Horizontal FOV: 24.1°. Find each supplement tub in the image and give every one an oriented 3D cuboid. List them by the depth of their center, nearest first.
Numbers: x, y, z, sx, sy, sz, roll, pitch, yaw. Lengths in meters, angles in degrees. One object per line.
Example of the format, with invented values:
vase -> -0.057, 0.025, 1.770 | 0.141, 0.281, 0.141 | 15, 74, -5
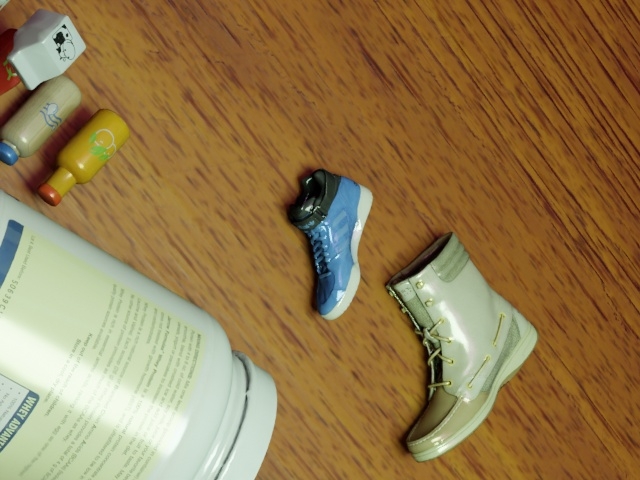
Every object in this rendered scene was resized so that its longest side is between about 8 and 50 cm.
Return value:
supplement tub -> -0.224, 0.122, 1.289 | 0.325, 0.235, 0.235 | 33, 70, -22

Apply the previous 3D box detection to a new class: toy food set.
toy food set -> -0.278, -0.146, 1.352 | 0.104, 0.111, 0.232 | -52, 140, -23

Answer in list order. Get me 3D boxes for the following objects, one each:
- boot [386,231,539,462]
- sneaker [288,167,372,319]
boot -> 0.123, 0.111, 1.576 | 0.165, 0.077, 0.213 | 51, 59, -15
sneaker -> -0.001, 0.000, 1.527 | 0.084, 0.058, 0.152 | 25, 69, -31
